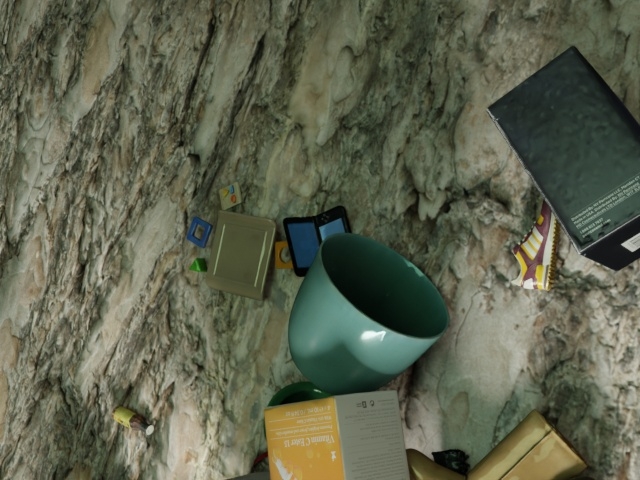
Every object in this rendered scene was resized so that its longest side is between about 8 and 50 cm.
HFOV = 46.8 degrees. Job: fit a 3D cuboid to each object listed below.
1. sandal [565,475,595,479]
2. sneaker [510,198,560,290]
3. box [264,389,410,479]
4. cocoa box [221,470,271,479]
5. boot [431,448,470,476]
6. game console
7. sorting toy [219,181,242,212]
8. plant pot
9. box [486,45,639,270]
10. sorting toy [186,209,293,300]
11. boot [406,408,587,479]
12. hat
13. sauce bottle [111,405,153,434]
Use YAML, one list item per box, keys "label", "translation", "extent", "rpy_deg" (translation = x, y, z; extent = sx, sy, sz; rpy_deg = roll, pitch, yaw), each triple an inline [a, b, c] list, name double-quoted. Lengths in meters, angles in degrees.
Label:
- label: "sandal"
  translation: [0.397, 0.492, 1.300]
  extent: [0.219, 0.090, 0.060]
  rpy_deg: [-30, 42, 1]
- label: "sneaker"
  translation: [0.407, 0.000, 1.409]
  extent: [0.083, 0.069, 0.186]
  rpy_deg: [6, 84, 27]
- label: "box"
  translation: [0.037, 0.467, 1.368]
  extent: [0.215, 0.168, 0.346]
  rpy_deg: [-23, 69, 45]
- label: "cocoa box"
  translation: [-0.140, 0.600, 1.490]
  extent: [0.231, 0.347, 0.228]
  rpy_deg: [-15, 75, 29]
- label: "boot"
  translation: [0.237, 0.465, 1.456]
  extent: [0.121, 0.045, 0.099]
  rpy_deg: [-12, 78, 23]
- label: "game console"
  translation: [0.000, 0.000, 1.653]
  extent: [0.124, 0.085, 0.144]
  rpy_deg: [-23, 71, 27]
- label: "sorting toy"
  translation: [-0.224, -0.099, 1.851]
  extent: [0.062, 0.012, 0.083]
  rpy_deg: [-20, 72, 28]
- label: "plant pot"
  translation: [0.071, 0.168, 1.478]
  extent: [0.293, 0.293, 0.235]
  rpy_deg: [49, 122, 28]
- label: "box"
  translation: [0.469, -0.128, 1.256]
  extent: [0.182, 0.296, 0.294]
  rpy_deg: [-37, 65, 22]
- label: "sorting toy"
  translation: [-0.185, 0.035, 1.789]
  extent: [0.347, 0.047, 0.196]
  rpy_deg: [11, 93, 33]
- label: "boot"
  translation: [0.309, 0.407, 1.371]
  extent: [0.269, 0.089, 0.236]
  rpy_deg: [-45, 81, 11]
- label: "hat"
  translation: [-0.060, 0.410, 1.663]
  extent: [0.208, 0.183, 0.173]
  rpy_deg: [-11, 81, -13]
- label: "sauce bottle"
  translation: [-0.483, 0.465, 1.906]
  extent: [0.128, 0.042, 0.042]
  rpy_deg: [16, 91, 35]
